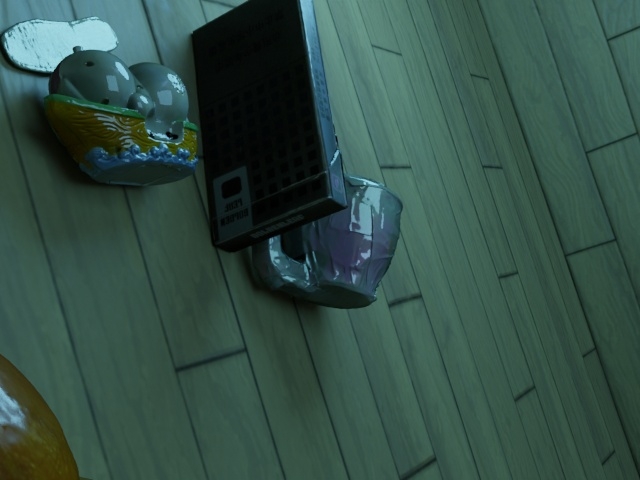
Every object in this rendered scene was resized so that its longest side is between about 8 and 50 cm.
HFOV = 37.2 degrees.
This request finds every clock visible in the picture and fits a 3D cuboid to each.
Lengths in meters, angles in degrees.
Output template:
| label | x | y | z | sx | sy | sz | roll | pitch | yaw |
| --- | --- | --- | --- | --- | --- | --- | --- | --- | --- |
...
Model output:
| label | x | y | z | sx | sy | sz | roll | pitch | yaw |
| --- | --- | --- | --- | --- | --- | --- | --- | --- | --- |
| clock | -0.214 | -0.137 | 1.040 | 0.231 | 0.103 | 0.144 | 0 | 71 | -63 |

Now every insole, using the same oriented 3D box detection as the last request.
| label | x | y | z | sx | sy | sz | roll | pitch | yaw |
| --- | --- | --- | --- | --- | --- | --- | --- | --- | --- |
| insole | -0.287 | -0.221 | 1.062 | 0.063 | 0.010 | 0.192 | 65 | 29 | -8 |

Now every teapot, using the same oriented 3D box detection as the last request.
| label | x | y | z | sx | sy | sz | roll | pitch | yaw |
| --- | --- | --- | --- | --- | --- | --- | --- | --- | --- |
| teapot | 0.014 | 0.000 | 1.285 | 0.221 | 0.163 | 0.178 | 41 | 52 | -58 |

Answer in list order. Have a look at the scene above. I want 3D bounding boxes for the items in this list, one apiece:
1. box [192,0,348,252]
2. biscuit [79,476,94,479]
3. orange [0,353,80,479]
| label | x | y | z | sx | sy | sz | roll | pitch | yaw |
| --- | --- | --- | --- | --- | --- | --- | --- | --- | --- |
| box | -0.072 | -0.163 | 1.221 | 0.047 | 0.180 | 0.325 | 23 | 52 | -54 |
| biscuit | -0.244 | 0.250 | 0.793 | 0.340 | 0.047 | 0.216 | 46 | 35 | -38 |
| orange | -0.266 | 0.184 | 0.544 | 0.226 | 0.284 | 0.284 | 38 | 39 | -23 |
